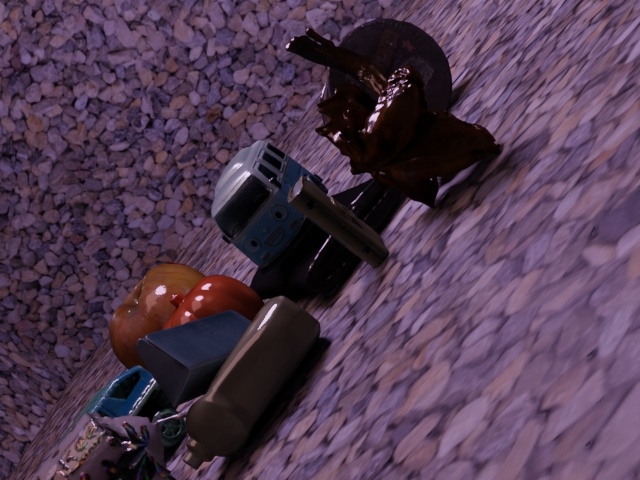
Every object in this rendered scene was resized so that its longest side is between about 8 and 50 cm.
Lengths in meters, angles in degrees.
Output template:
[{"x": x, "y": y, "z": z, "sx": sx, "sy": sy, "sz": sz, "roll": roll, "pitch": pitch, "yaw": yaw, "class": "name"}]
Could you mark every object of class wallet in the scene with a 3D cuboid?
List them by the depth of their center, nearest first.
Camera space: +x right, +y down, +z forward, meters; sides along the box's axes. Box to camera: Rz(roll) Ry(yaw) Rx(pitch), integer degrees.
[{"x": 0.022, "y": -0.027, "z": 1.588, "sx": 0.039, "sy": 0.155, "sz": 0.110, "roll": -50, "pitch": 10, "yaw": 10, "class": "wallet"}, {"x": -0.001, "y": 0.000, "z": 1.853, "sx": 0.228, "sy": 0.062, "sz": 0.406, "roll": -54, "pitch": 11, "yaw": -13, "class": "wallet"}]

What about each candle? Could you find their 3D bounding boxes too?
[{"x": -0.315, "y": 0.354, "z": 1.679, "sx": 0.330, "sy": 0.187, "sz": 0.187, "roll": -51, "pitch": 10, "yaw": -11, "class": "candle"}]

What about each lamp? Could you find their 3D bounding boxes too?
[{"x": -0.186, "y": 0.144, "z": 1.879, "sx": 0.188, "sy": 0.164, "sz": 0.187, "roll": -51, "pitch": 8, "yaw": 10, "class": "lamp"}]

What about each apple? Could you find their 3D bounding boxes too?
[{"x": -0.302, "y": 0.165, "z": 2.220, "sx": 0.261, "sy": 0.194, "sz": 0.261, "roll": -49, "pitch": 13, "yaw": 15, "class": "apple"}]

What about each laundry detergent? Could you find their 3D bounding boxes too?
[{"x": -0.105, "y": 0.202, "z": 1.524, "sx": 0.253, "sy": 0.091, "sz": 0.181, "roll": -55, "pitch": 2, "yaw": -16, "class": "laundry detergent"}]

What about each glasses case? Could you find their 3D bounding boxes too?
[{"x": -0.156, "y": 0.157, "z": 1.606, "sx": 0.056, "sy": 0.105, "sz": 0.266, "roll": -38, "pitch": -10, "yaw": 21, "class": "glasses case"}]

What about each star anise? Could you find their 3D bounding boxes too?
[{"x": 0.077, "y": -0.175, "z": 1.493, "sx": 0.148, "sy": 0.346, "sz": 0.237, "roll": -39, "pitch": -30, "yaw": -18, "class": "star anise"}]

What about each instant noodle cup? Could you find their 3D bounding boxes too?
[{"x": 0.098, "y": -0.252, "z": 1.929, "sx": 0.217, "sy": 0.217, "sz": 0.207, "roll": -53, "pitch": 4, "yaw": -10, "class": "instant noodle cup"}]

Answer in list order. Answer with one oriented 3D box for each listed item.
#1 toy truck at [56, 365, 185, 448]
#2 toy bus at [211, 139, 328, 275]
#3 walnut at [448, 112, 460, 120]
[{"x": -0.351, "y": 0.356, "z": 1.883, "sx": 0.279, "sy": 0.156, "sz": 0.155, "roll": -57, "pitch": 11, "yaw": -32, "class": "toy truck"}, {"x": -0.091, "y": -0.065, "z": 1.836, "sx": 0.133, "sy": 0.164, "sz": 0.271, "roll": -48, "pitch": 10, "yaw": 14, "class": "toy bus"}, {"x": 0.164, "y": -0.135, "z": 1.575, "sx": 0.096, "sy": 0.082, "sz": 0.079, "roll": -48, "pitch": 38, "yaw": 6, "class": "walnut"}]
